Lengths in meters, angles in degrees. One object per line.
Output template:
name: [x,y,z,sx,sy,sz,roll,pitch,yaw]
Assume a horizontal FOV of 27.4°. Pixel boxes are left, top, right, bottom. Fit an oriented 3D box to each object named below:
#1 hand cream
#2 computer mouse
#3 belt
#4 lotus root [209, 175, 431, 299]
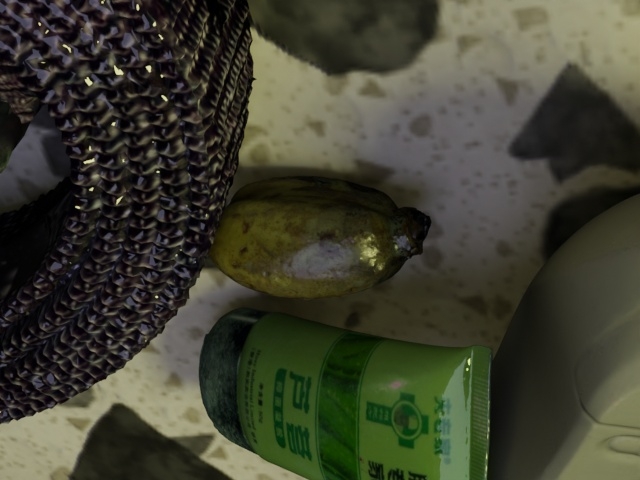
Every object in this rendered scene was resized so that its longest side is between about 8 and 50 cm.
hand cream: [0.008,0.076,0.583,0.175,0.046,0.095,13,107,49]
computer mouse: [0.150,0.070,0.541,0.184,0.121,0.297,3,146,-1]
belt: [-0.174,-0.042,0.540,0.260,0.122,0.325,39,127,-22]
lotus root: [0.000,0.000,0.567,0.099,0.054,0.049,0,119,16]
